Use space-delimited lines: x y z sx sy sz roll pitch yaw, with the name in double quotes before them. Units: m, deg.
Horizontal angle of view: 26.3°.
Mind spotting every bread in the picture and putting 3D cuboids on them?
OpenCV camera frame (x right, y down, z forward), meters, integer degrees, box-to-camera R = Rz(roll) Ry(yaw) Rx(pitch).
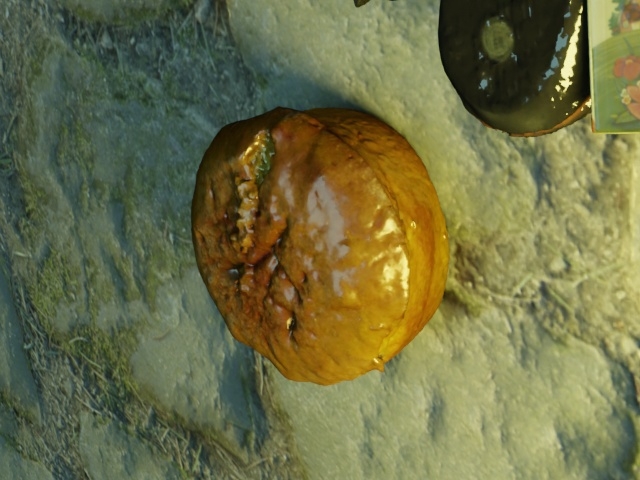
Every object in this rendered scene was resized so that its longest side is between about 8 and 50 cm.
"bread" -0.003 -0.005 1.454 0.312 0.172 0.312 21 121 39

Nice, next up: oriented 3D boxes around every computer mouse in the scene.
"computer mouse" 0.196 -0.245 1.150 0.183 0.116 0.323 28 118 37

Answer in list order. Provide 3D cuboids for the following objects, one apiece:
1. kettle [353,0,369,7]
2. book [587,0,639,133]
"kettle" 0.057 -0.351 1.279 0.202 0.144 0.232 -39 79 18
"book" 0.308 -0.236 1.015 0.228 0.018 0.322 0 108 20
